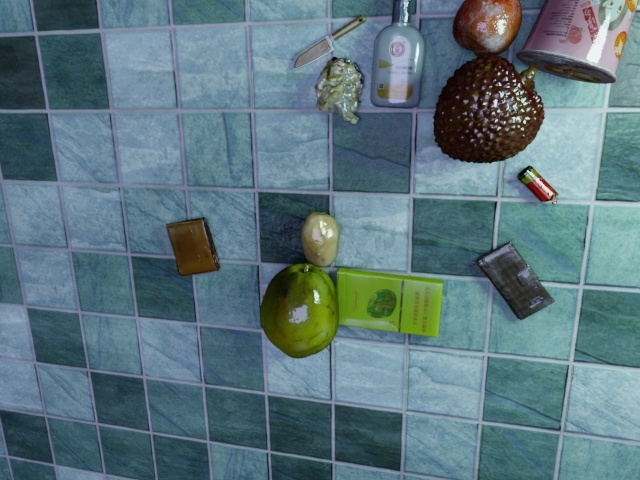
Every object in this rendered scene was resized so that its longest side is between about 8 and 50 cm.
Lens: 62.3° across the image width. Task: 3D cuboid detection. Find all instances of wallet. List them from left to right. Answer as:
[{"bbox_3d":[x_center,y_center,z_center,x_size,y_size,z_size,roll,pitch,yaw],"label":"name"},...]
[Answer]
[{"bbox_3d":[-0.435,0.022,1.813,0.160,0.042,0.196,-8,106,22],"label":"wallet"},{"bbox_3d":[0.577,0.121,1.571,0.124,0.042,0.230,-36,94,24],"label":"wallet"}]

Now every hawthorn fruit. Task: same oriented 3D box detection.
[{"bbox_3d":[0.426,-0.557,1.344,0.172,0.173,0.173,4,107,14],"label":"hawthorn fruit"}]

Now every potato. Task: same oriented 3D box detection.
[{"bbox_3d":[0.000,0.000,1.653,0.118,0.109,0.178,-5,112,-7],"label":"potato"}]

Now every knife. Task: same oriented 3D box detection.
[{"bbox_3d":[0.021,-0.564,1.524,0.256,0.022,0.046,-26,102,20],"label":"knife"}]

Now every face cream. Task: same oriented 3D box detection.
[{"bbox_3d":[0.217,-0.515,1.460,0.143,0.071,0.291,8,108,12],"label":"face cream"}]

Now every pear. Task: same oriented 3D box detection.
[{"bbox_3d":[-0.061,0.224,1.654,0.269,0.269,0.321,13,116,11],"label":"pear"}]

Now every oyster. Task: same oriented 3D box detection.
[{"bbox_3d":[0.061,-0.427,1.526,0.163,0.081,0.191,-37,98,17],"label":"oyster"}]

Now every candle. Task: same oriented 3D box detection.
[{"bbox_3d":[0.612,-0.148,1.477,0.130,0.052,0.052,43,112,-2],"label":"candle"}]

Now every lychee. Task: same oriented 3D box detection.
[{"bbox_3d":[0.429,-0.326,1.355,0.276,0.276,0.304,46,127,-2],"label":"lychee"}]

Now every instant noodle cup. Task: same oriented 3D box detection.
[{"bbox_3d":[0.630,-0.524,1.273,0.242,0.243,0.231,20,103,8],"label":"instant noodle cup"}]

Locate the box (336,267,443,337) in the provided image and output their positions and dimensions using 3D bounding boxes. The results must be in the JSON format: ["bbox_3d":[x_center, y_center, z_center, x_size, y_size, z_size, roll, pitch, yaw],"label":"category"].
[{"bbox_3d":[0.214,0.198,1.689,0.334,0.047,0.187,5,108,13],"label":"box"}]
